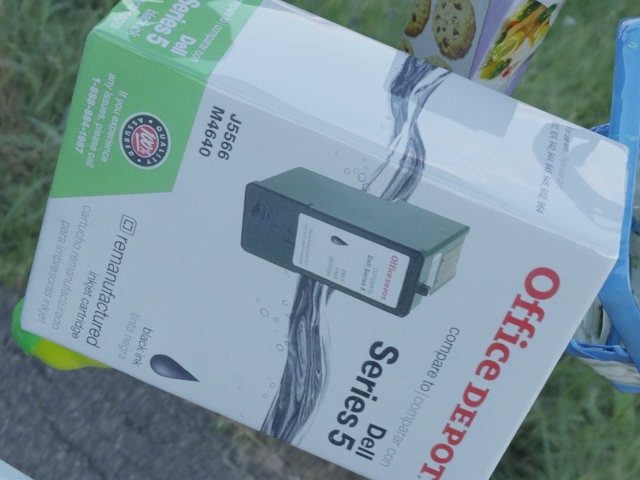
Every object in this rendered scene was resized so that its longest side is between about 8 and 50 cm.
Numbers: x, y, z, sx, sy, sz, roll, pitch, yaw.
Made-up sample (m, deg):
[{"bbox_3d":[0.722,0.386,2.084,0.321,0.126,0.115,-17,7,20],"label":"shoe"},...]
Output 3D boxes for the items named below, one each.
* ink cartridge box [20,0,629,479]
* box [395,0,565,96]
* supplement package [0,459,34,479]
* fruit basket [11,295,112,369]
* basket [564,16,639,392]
[{"bbox_3d":[0.000,0.000,0.672,0.273,0.198,0.115,23,35,2],"label":"ink cartridge box"},{"bbox_3d":[0.092,-0.119,0.821,0.063,0.324,0.067,-30,74,-23],"label":"box"},{"bbox_3d":[-0.342,0.351,1.428,0.179,0.105,0.105,30,32,3],"label":"supplement package"},{"bbox_3d":[-0.199,0.035,1.577,0.392,0.392,0.283,7,88,-29],"label":"fruit basket"},{"bbox_3d":[0.277,-0.003,1.024,0.201,0.289,0.254,1,57,24],"label":"basket"}]
